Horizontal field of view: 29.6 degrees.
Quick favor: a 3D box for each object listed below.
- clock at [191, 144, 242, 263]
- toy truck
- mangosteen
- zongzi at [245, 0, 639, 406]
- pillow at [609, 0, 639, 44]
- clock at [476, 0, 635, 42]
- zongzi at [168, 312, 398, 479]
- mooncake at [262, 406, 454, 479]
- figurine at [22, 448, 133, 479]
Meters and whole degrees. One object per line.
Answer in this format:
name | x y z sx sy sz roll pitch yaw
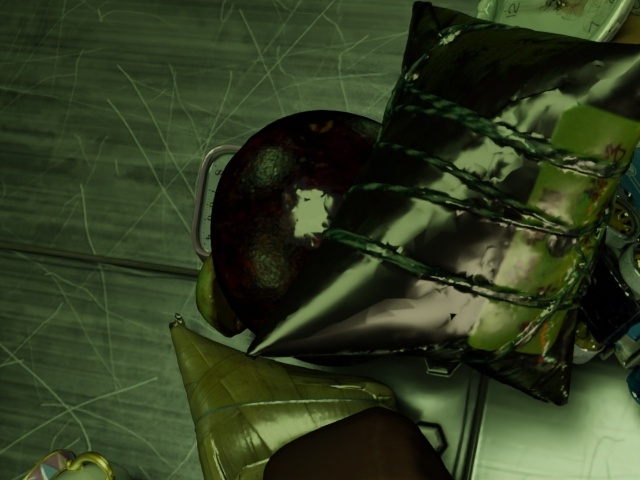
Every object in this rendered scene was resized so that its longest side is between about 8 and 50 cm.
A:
clock | -0.094 -0.040 1.454 0.110 0.050 0.153 2 73 17
toy truck | 0.290 -0.011 1.250 0.146 0.175 0.367 -51 58 45
mangosteen | 0.000 0.000 1.301 0.288 0.288 0.288 -5 71 15
zongzi | 0.097 -0.021 1.074 0.319 0.362 0.384 18 107 55
pillow | 0.483 -0.261 1.318 0.312 0.119 0.310 34 85 30
clock | 0.277 -0.269 1.385 0.236 0.053 0.236 -33 42 36
zongzi | -0.044 0.157 1.354 0.228 0.115 0.256 -23 56 3
mooncake | 0.072 0.312 1.141 0.174 0.334 0.326 -21 55 1
figurine | -0.208 0.332 1.312 0.263 0.190 0.142 28 41 25
